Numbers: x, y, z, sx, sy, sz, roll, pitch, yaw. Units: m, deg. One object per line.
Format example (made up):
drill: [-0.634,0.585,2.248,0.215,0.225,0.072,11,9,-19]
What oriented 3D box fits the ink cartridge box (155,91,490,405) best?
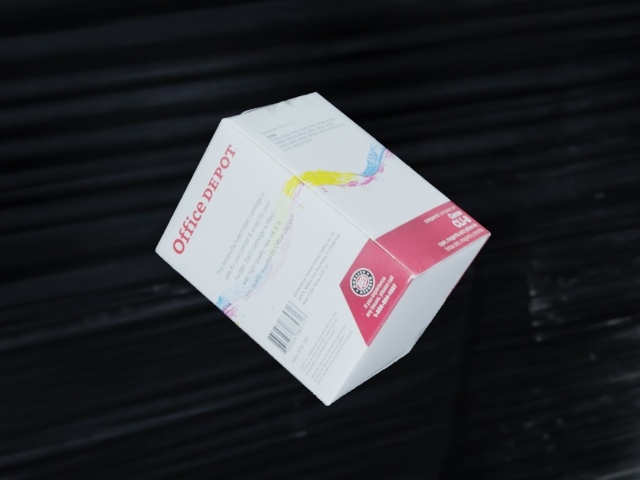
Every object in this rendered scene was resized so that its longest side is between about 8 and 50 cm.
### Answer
ink cartridge box: [0.000,0.000,0.981,0.176,0.127,0.128,41,121,15]
